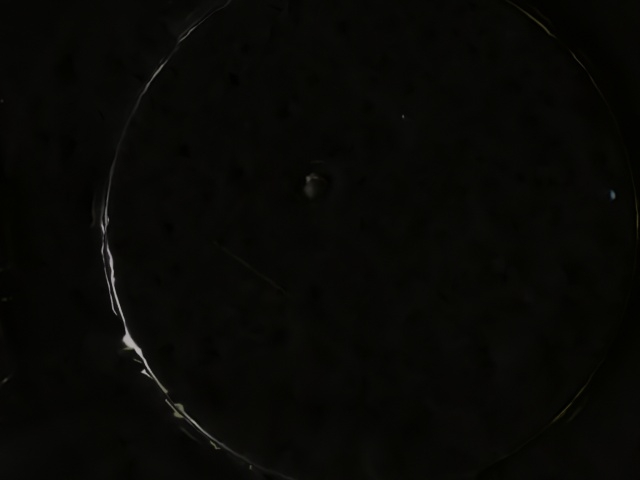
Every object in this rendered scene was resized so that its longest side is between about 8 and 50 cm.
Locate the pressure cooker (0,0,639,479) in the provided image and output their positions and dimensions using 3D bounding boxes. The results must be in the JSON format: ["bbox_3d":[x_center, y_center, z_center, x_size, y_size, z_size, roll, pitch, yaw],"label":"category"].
[{"bbox_3d":[0.004,-0.005,0.848,0.420,0.375,0.370,-166,56,-84],"label":"pressure cooker"}]
